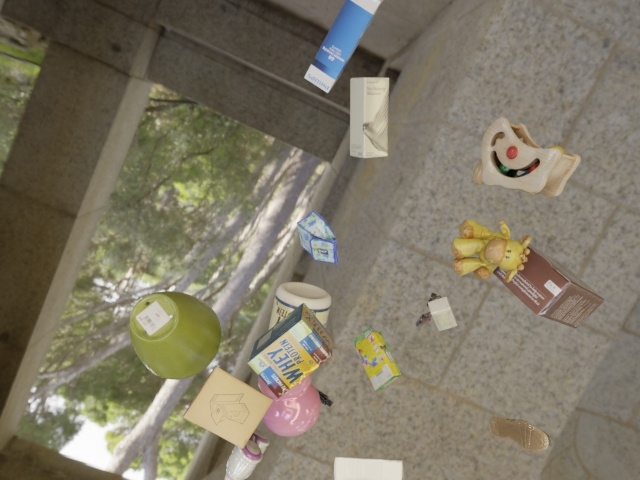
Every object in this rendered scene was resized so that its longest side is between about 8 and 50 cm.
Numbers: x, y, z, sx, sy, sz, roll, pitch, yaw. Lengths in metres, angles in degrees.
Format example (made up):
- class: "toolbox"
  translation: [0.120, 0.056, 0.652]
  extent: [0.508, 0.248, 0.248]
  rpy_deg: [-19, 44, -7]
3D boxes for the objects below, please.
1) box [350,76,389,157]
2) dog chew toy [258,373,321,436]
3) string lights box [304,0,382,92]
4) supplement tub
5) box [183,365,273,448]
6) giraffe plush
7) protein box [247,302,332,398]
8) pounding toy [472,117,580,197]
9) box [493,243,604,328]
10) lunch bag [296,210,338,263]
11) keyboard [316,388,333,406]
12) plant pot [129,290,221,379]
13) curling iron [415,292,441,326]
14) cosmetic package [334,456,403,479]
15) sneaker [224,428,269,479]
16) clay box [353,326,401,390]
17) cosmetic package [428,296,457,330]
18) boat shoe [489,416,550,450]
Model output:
- class: "box"
  translation: [0.173, -0.434, 2.025]
  extent: [0.113, 0.275, 0.094]
  rpy_deg: [-10, -163, -28]
- class: "dog chew toy"
  translation: [-0.113, 0.467, 1.879]
  extent: [0.207, 0.332, 0.206]
  rpy_deg: [-8, -167, 2]
- class: "string lights box"
  translation: [0.063, -0.512, 1.422]
  extent: [0.077, 0.259, 0.133]
  rpy_deg: [31, -142, -5]
- class: "supplement tub"
  translation: [-0.096, 0.360, 2.396]
  extent: [0.235, 0.325, 0.235]
  rpy_deg: [11, -167, -2]
- class: "box"
  translation: [-0.261, 0.477, 1.633]
  extent: [0.201, 0.164, 0.021]
  rpy_deg: [35, 171, -17]
- class: "giraffe plush"
  translation: [0.491, 0.036, 1.595]
  extent: [0.210, 0.181, 0.170]
  rpy_deg: [-7, -167, -12]
- class: "protein box"
  translation: [-0.085, 0.312, 1.660]
  extent: [0.136, 0.200, 0.201]
  rpy_deg: [50, -176, -6]
- class: "pounding toy"
  translation: [0.467, -0.186, 1.299]
  extent: [0.155, 0.154, 0.269]
  rpy_deg: [7, -171, -32]
- class: "box"
  translation: [0.705, 0.143, 1.749]
  extent: [0.381, 0.143, 0.191]
  rpy_deg: [22, -157, -49]
- class: "lunch bag"
  translation: [0.000, 0.000, 1.896]
  extent: [0.151, 0.096, 0.129]
  rpy_deg: [38, 156, 28]
- class: "keyboard"
  translation: [-0.075, 0.542, 2.177]
  extent: [0.317, 0.033, 0.201]
  rpy_deg: [40, 162, -19]
- class: "plant pot"
  translation: [-0.458, 0.264, 1.718]
  extent: [0.275, 0.275, 0.293]
  rpy_deg: [26, 163, 9]
- class: "curling iron"
  translation: [0.344, 0.238, 1.841]
  extent: [0.035, 0.068, 0.274]
  rpy_deg: [20, 156, 8]
- class: "cosmetic package"
  translation: [0.168, 0.790, 1.961]
  extent: [0.231, 0.085, 0.117]
  rpy_deg: [-2, 157, 9]
- class: "sneaker"
  translation: [-0.261, 0.721, 1.933]
  extent: [0.114, 0.152, 0.305]
  rpy_deg: [35, 180, 5]
- class: "clay box"
  translation: [0.222, 0.466, 2.278]
  extent: [0.053, 0.127, 0.222]
  rpy_deg: [4, -131, -40]
- class: "cosmetic package"
  translation: [0.354, 0.214, 1.657]
  extent: [0.115, 0.060, 0.041]
  rpy_deg: [60, -164, -50]
- class: "boat shoe"
  translation: [0.790, 0.748, 2.236]
  extent: [0.092, 0.103, 0.285]
  rpy_deg: [5, 171, -27]
